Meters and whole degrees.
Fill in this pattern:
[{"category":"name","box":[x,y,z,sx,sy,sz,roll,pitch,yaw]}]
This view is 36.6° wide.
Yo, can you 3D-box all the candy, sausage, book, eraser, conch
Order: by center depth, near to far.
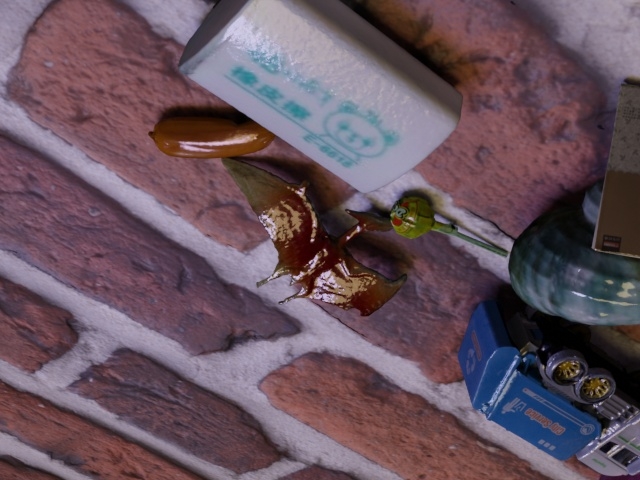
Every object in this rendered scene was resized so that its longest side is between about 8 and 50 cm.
[{"category":"book","box":[0.396,-0.074,1.109,0.139,0.198,0.016,10,178,3]},{"category":"eraser","box":[0.001,-0.187,1.143,0.290,0.104,0.189,32,134,-22]},{"category":"conch","box":[0.364,0.007,1.209,0.196,0.220,0.277,3,133,-25]},{"category":"sausage","box":[-0.142,-0.136,1.283,0.183,0.054,0.062,2,168,10]},{"category":"candy","box":[0.183,-0.010,1.351,0.194,0.062,0.058,21,97,-23]}]

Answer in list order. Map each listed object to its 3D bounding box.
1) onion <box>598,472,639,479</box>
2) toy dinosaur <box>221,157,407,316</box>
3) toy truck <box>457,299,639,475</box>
[{"category":"onion","box":[0.638,0.483,1.634,0.359,0.345,0.358,19,137,19]},{"category":"toy dinosaur","box":[-0.010,0.002,1.393,0.328,0.113,0.206,17,116,-21]},{"category":"toy truck","box":[0.371,0.220,1.455,0.367,0.146,0.175,32,116,-22]}]
